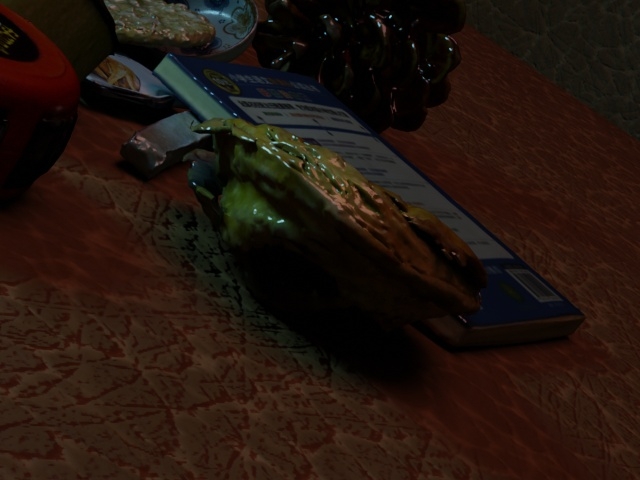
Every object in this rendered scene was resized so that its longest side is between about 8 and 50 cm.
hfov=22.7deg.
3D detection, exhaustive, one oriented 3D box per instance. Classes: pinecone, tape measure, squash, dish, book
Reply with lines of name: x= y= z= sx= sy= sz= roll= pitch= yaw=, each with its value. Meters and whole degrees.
pinecone: x=0.042 y=-0.249 z=1.941 sx=0.244 sy=0.244 sz=0.309 roll=36 pitch=18 yaw=21
tape measure: x=-0.306 y=-0.128 z=1.176 sx=0.260 sy=0.114 sz=0.253 roll=31 pitch=15 yaw=-8
squash: x=-0.298 y=-0.200 z=1.420 sx=0.220 sy=0.133 sz=0.220 roll=33 pitch=-13 yaw=9
dish: x=-0.140 y=-0.230 z=1.867 sx=0.141 sy=0.078 sz=0.141 roll=-2 pitch=46 yaw=2
book: x=0.055 y=-0.044 z=1.614 sx=0.428 sy=0.039 sz=0.300 roll=43 pitch=20 yaw=24

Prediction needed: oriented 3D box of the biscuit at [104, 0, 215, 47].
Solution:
biscuit: x=-0.221 y=-0.248 z=1.757 sx=0.220 sy=0.033 sz=0.220 roll=11 pitch=18 yaw=-3

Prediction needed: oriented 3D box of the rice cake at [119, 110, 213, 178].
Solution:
rice cake: x=-0.140 y=-0.092 z=1.496 sx=0.043 sy=0.034 sz=0.211 roll=39 pitch=16 yaw=3

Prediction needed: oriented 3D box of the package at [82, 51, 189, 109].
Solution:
package: x=-0.204 y=-0.171 z=1.619 sx=0.173 sy=0.027 sz=0.171 roll=8 pitch=19 yaw=-44

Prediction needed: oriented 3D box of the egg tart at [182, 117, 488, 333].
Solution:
egg tart: x=0.000 y=0.000 z=1.316 sx=0.297 sy=0.132 sz=0.297 roll=32 pitch=2 yaw=-1
